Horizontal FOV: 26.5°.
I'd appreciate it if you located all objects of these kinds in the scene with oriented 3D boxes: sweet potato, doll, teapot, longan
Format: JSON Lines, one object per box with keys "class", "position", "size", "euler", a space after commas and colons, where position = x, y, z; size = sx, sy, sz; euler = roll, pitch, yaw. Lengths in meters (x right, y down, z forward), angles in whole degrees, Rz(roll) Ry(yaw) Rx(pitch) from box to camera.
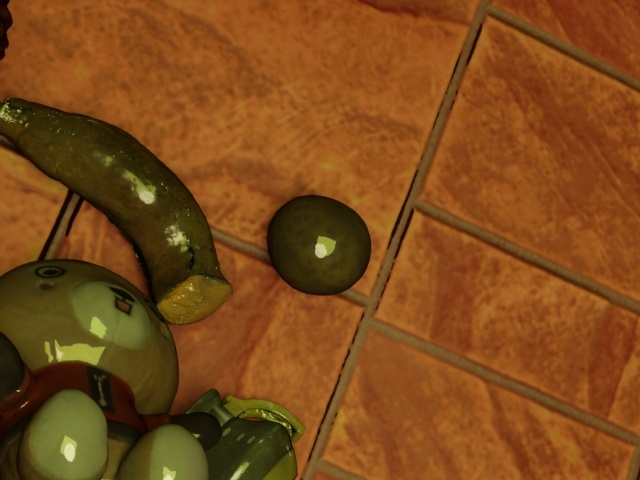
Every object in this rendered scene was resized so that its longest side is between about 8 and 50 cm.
{"class": "sweet potato", "position": [-0.191, -0.041, 1.294], "size": [0.286, 0.085, 0.112], "euler": [45, 59, -7]}
{"class": "doll", "position": [-0.205, 0.140, 1.164], "size": [0.235, 0.330, 0.174], "euler": [18, 116, -25]}
{"class": "teapot", "position": [-0.082, 0.203, 1.286], "size": [0.119, 0.130, 0.165], "euler": [42, 39, 8]}
{"class": "longan", "position": [0.000, 0.000, 1.350], "size": [0.106, 0.106, 0.119], "euler": [33, 35, -10]}

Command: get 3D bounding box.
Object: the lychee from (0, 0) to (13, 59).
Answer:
{"class": "lychee", "position": [-0.397, -0.223, 1.176], "size": [0.300, 0.264, 0.264], "euler": [-29, 91, 0]}
